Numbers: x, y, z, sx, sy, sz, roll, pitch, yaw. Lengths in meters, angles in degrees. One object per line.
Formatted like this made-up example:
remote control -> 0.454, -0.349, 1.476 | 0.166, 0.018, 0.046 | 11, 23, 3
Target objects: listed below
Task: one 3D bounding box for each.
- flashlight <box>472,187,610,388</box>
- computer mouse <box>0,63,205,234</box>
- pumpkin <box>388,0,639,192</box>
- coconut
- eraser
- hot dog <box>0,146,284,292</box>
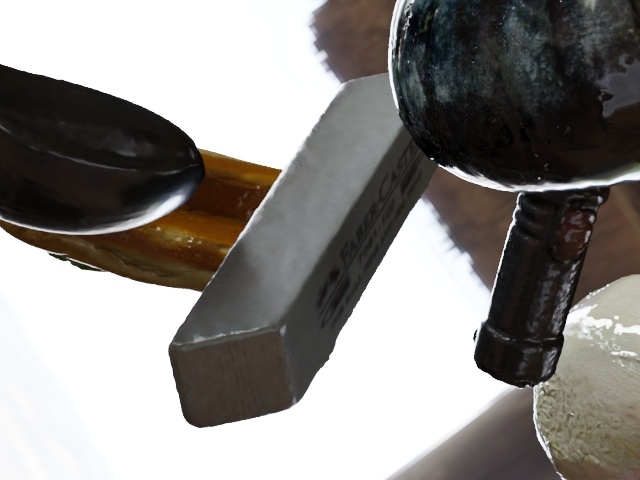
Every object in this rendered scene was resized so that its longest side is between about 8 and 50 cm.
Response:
flashlight -> 0.175, 0.002, 1.321 | 0.093, 0.093, 0.232 | 40, -57, 53
computer mouse -> -0.224, -0.063, 1.305 | 0.270, 0.086, 0.137 | 16, -30, -5
pumpkin -> 0.154, -0.116, 1.019 | 0.233, 0.233, 0.163 | -165, -120, -73
coconut -> 0.325, 0.149, 1.598 | 0.230, 0.227, 0.227 | 13, -36, 36
eraser -> 0.001, 0.000, 1.385 | 0.077, 0.352, 0.111 | 19, -35, 19
hot dog -> -0.141, -0.022, 1.520 | 0.337, 0.135, 0.100 | 12, -23, -6
